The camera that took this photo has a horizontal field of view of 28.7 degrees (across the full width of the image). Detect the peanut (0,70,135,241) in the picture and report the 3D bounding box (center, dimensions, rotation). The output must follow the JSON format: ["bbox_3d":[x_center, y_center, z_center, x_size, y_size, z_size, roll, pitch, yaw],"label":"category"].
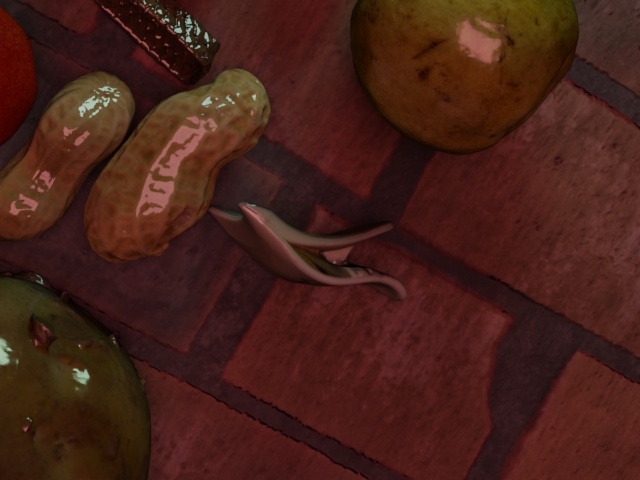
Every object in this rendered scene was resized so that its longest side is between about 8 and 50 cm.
[{"bbox_3d":[-0.353,-0.110,1.688,0.111,0.125,0.274,35,89,-3],"label":"peanut"}]

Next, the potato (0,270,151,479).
[{"bbox_3d":[-0.413,0.275,1.632,0.385,0.319,0.442,-36,102,-2],"label":"potato"}]

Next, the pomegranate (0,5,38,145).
[{"bbox_3d":[-0.496,-0.214,1.618,0.256,0.221,0.221,-8,97,-1],"label":"pomegranate"}]

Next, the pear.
[{"bbox_3d":[0.184,-0.270,1.683,0.303,0.304,0.304,-1,96,-9],"label":"pear"}]

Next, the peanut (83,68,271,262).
[{"bbox_3d":[-0.196,-0.104,1.708,0.325,0.140,0.153,-44,87,-3],"label":"peanut"}]

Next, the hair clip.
[{"bbox_3d":[-0.008,0.018,1.750,0.282,0.172,0.113,6,87,-21],"label":"hair clip"}]

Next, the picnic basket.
[{"bbox_3d":[-0.222,-0.299,1.702,0.193,0.110,0.055,44,68,-11],"label":"picnic basket"}]
